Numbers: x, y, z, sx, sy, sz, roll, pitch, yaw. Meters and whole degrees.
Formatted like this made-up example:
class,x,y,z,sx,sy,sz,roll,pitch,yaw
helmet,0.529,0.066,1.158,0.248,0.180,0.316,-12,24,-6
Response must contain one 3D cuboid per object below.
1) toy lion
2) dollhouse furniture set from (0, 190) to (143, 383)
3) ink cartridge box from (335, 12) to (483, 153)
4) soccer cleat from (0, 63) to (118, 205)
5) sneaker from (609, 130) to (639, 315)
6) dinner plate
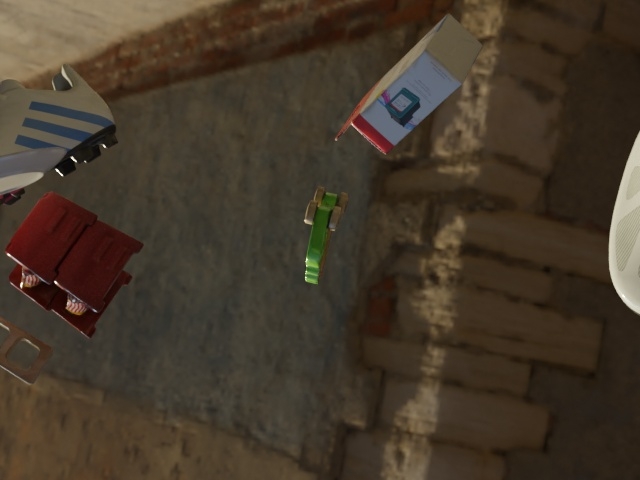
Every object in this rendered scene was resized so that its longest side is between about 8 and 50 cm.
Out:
class,x,y,z,sx,sy,sz,roll,pitch,yaw
toy lion,0.000,0.000,1.109,0.034,0.096,0.100,14,-164,4
dollhouse furniture set,-0.416,0.137,1.533,0.152,0.374,0.201,33,161,-4
ink cartridge box,0.133,-0.227,1.702,0.078,0.134,0.231,41,130,-8
soccer cleat,-0.409,-0.120,1.407,0.116,0.143,0.331,-28,-173,45
sneaker,0.301,-0.110,0.842,0.257,0.447,0.169,-14,-136,-46
dinner plate,-0.286,-0.051,0.955,0.141,0.017,0.141,-19,178,-1
